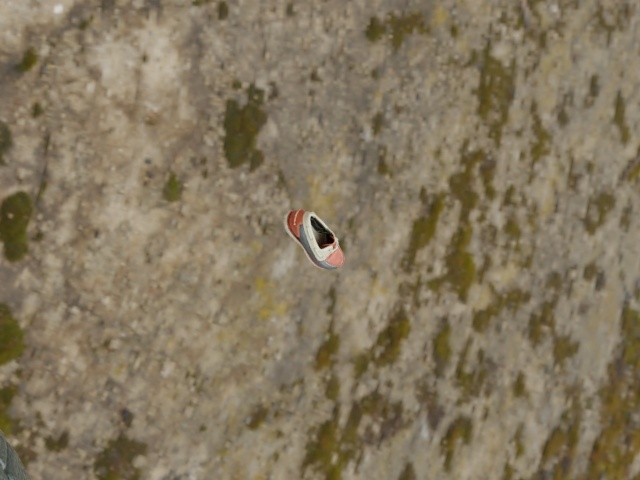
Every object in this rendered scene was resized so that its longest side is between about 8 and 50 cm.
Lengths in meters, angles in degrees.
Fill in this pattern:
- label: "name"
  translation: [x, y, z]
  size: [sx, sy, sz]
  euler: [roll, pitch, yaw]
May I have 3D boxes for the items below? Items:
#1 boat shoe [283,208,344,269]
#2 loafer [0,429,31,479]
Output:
- label: "boat shoe"
  translation: [0.000, 0.000, 1.500]
  size: [0.137, 0.043, 0.049]
  euler: [47, 51, -44]
- label: "loafer"
  translation: [-0.186, 0.053, 0.342]
  size: [0.084, 0.096, 0.267]
  euler: [-31, 139, -2]
